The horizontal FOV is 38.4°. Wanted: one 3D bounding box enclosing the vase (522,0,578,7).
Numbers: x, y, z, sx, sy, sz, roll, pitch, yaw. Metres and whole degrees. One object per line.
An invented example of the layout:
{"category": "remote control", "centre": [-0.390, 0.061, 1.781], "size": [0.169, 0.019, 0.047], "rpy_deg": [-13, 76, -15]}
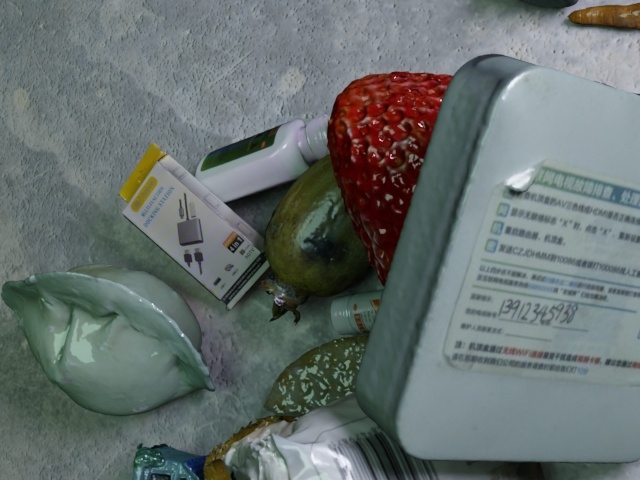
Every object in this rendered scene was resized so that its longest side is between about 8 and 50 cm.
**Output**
{"category": "vase", "centre": [0.319, -0.456, 1.171], "size": [0.143, 0.143, 0.299], "rpy_deg": [18, 94, 30]}

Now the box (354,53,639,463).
{"category": "box", "centre": [0.256, 0.034, 0.951], "size": [0.111, 0.395, 0.397], "rpy_deg": [34, 110, 56]}

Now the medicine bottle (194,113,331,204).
{"category": "medicine bottle", "centre": [-0.072, -0.119, 1.337], "size": [0.219, 0.115, 0.078], "rpy_deg": [-18, 112, 25]}

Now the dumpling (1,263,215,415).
{"category": "dumpling", "centre": [-0.323, 0.125, 1.394], "size": [0.320, 0.212, 0.270], "rpy_deg": [-15, 111, 12]}

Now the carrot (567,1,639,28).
{"category": "carrot", "centre": [0.392, -0.283, 1.156], "size": [0.165, 0.035, 0.036], "rpy_deg": [3, 83, 31]}

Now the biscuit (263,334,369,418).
{"category": "biscuit", "centre": [0.062, 0.200, 1.253], "size": [0.289, 0.038, 0.141], "rpy_deg": [10, 86, 28]}

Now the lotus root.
{"category": "lotus root", "centre": [-0.001, 0.000, 1.254], "size": [0.154, 0.154, 0.278], "rpy_deg": [41, 94, 28]}

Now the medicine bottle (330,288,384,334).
{"category": "medicine bottle", "centre": [0.065, 0.098, 1.258], "size": [0.089, 0.057, 0.057], "rpy_deg": [-9, 77, 26]}

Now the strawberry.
{"category": "strawberry", "centre": [0.160, -0.053, 1.113], "size": [0.310, 0.291, 0.292], "rpy_deg": [33, 98, 49]}

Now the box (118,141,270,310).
{"category": "box", "centre": [-0.186, -0.017, 1.344], "size": [0.247, 0.033, 0.129], "rpy_deg": [41, 127, -1]}

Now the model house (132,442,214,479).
{"category": "model house", "centre": [-0.184, 0.371, 1.324], "size": [0.148, 0.119, 0.148], "rpy_deg": [1, 82, 21]}

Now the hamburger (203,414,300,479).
{"category": "hamburger", "centre": [-0.034, 0.355, 1.214], "size": [0.244, 0.163, 0.245], "rpy_deg": [-10, 74, 35]}

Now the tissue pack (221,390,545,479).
{"category": "tissue pack", "centre": [0.119, 0.315, 1.026], "size": [0.390, 0.375, 0.195], "rpy_deg": [67, 150, 19]}
